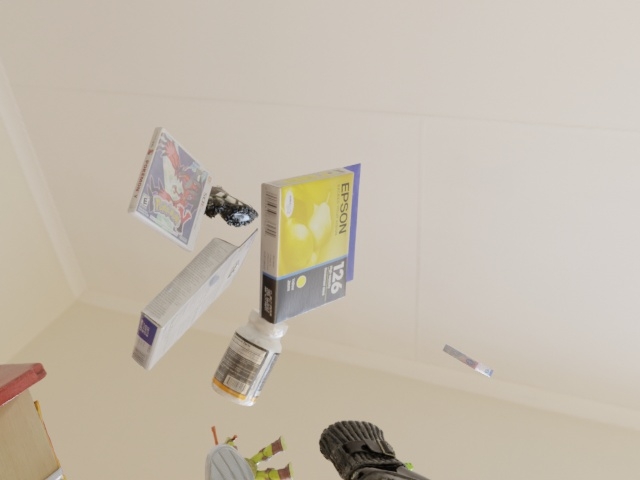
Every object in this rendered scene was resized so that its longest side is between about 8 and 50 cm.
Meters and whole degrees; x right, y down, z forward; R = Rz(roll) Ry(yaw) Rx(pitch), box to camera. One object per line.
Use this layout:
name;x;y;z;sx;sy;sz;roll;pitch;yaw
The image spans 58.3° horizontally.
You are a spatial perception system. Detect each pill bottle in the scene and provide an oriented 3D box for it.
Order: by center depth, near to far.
pill bottle;-0.221;0.369;1.832;0.162;0.162;0.278;26;-94;7

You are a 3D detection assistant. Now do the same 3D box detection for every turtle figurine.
turtle figurine;-0.191;0.585;1.493;0.217;0.269;0.087;-21;-33;2

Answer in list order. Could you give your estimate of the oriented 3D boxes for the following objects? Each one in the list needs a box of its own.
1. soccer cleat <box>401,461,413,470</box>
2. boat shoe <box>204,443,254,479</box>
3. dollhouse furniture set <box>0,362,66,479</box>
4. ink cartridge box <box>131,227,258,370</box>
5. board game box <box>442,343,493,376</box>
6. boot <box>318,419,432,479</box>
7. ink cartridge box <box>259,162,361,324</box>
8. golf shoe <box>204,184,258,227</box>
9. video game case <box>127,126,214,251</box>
soccer cleat;0.224;0.713;1.650;0.072;0.060;0.179;1;-66;-22
boat shoe;-0.197;0.607;1.326;0.094;0.109;0.302;-7;-75;59
dollhouse furniture set;-0.365;0.262;0.434;0.152;0.374;0.201;-9;-78;21
ink cartridge box;-0.305;0.129;1.365;0.071;0.330;0.324;38;-35;2
board game box;0.336;0.273;1.305;0.090;0.020;0.090;27;-2;44
boot;0.177;0.546;1.311;0.348;0.260;0.131;33;-92;-20
ink cartridge box;0.000;0.000;1.260;0.072;0.307;0.304;22;-62;42
golf shoe;-0.230;-0.094;1.395;0.077;0.198;0.094;-39;-122;20
video game case;-0.293;-0.097;1.157;0.023;0.183;0.201;3;-21;24
